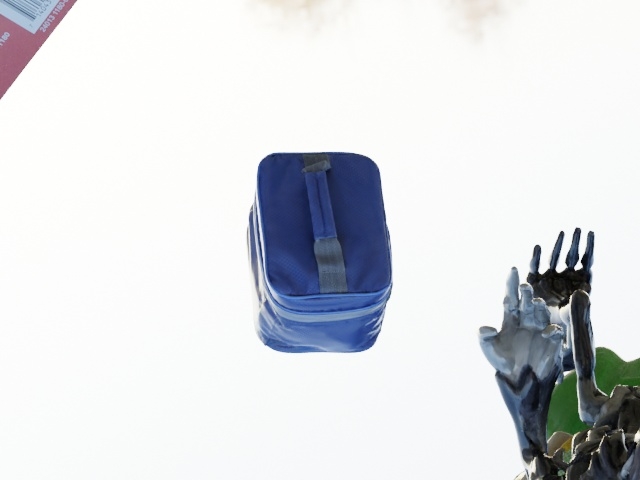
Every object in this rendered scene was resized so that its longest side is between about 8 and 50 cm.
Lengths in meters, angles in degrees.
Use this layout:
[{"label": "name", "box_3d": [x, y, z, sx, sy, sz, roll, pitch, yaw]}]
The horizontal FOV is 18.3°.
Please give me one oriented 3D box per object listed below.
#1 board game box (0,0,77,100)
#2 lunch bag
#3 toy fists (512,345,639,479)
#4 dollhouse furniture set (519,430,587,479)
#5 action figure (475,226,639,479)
[{"label": "board game box", "box_3d": [-0.131, -0.110, 0.696, 0.145, 0.027, 0.281, -48, -153, 20]}, {"label": "lunch bag", "box_3d": [0.000, 0.000, 0.975, 0.067, 0.065, 0.098, -2, -122, -11]}, {"label": "toy fists", "box_3d": [0.242, 0.185, 1.206, 0.142, 0.279, 0.096, -48, 179, -28]}, {"label": "dollhouse furniture set", "box_3d": [0.094, 0.169, 1.071, 0.058, 0.151, 0.076, 24, -160, -26]}, {"label": "action figure", "box_3d": [0.162, 0.069, 1.032, 0.164, 0.141, 0.275, -5, -154, 5]}]
